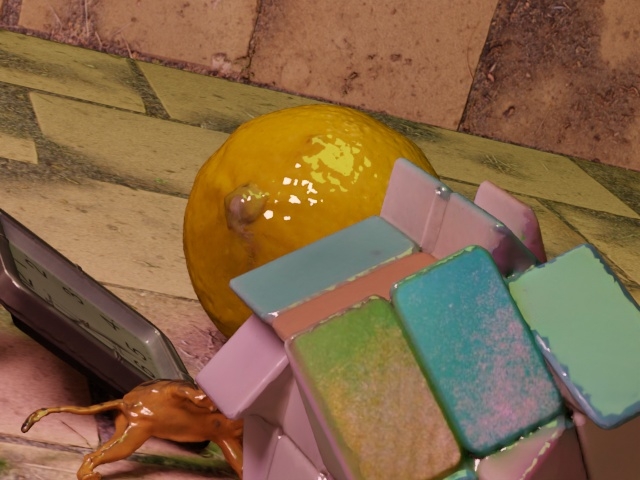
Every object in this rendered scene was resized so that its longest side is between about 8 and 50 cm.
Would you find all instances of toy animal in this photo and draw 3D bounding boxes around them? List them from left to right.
[{"bbox_3d":[-0.149,0.164,1.625,0.255,0.114,0.116,11,18,-23],"label":"toy animal"}]

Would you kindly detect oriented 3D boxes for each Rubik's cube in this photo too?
[{"bbox_3d":[0.103,0.146,1.456,0.387,0.368,0.358,7,16,-30],"label":"Rubik's cube"}]

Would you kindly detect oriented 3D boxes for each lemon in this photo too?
[{"bbox_3d":[0.000,0.000,2.010,0.336,0.336,0.336,15,15,-4],"label":"lemon"}]

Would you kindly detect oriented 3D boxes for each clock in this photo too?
[{"bbox_3d":[-0.238,0.087,1.781,0.279,0.049,0.273,39,4,-24],"label":"clock"}]
